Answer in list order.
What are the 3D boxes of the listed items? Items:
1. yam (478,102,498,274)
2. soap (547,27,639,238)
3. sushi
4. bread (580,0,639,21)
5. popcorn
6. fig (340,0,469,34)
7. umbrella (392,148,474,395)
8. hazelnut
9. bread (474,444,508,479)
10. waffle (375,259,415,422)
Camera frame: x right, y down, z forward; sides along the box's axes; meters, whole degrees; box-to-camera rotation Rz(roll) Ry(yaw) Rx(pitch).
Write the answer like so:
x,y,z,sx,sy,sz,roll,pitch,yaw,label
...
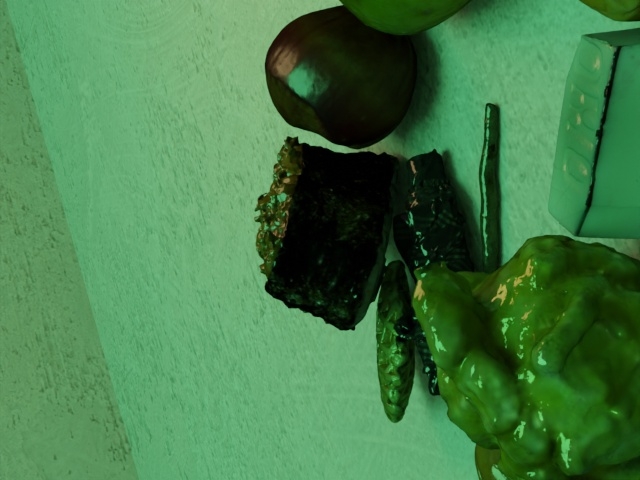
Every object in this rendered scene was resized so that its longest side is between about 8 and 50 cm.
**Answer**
x,y,z,sx,sy,sz,roll,pitch,yaw,label
0.223,-0.065,1.742,0.027,0.029,0.234,7,104,34,yam
0.317,-0.122,1.425,0.145,0.091,0.230,-121,33,-69,soap
0.000,0.000,1.882,0.348,0.208,0.234,-78,3,-67,sushi
0.328,-0.373,1.329,0.167,0.132,0.294,50,138,33,bread
0.265,0.132,1.433,0.274,0.279,0.335,-102,-10,-77,popcorn
0.108,-0.377,1.634,0.326,0.258,0.258,97,153,-61,fig
0.151,0.042,1.778,0.128,0.154,0.336,-17,82,22,umbrella
0.032,-0.243,1.881,0.251,0.217,0.217,-113,20,-78,hazelnut
0.248,0.316,1.719,0.189,0.077,0.114,64,-173,22,bread
0.108,0.147,1.898,0.208,0.054,0.214,75,-165,-65,waffle
